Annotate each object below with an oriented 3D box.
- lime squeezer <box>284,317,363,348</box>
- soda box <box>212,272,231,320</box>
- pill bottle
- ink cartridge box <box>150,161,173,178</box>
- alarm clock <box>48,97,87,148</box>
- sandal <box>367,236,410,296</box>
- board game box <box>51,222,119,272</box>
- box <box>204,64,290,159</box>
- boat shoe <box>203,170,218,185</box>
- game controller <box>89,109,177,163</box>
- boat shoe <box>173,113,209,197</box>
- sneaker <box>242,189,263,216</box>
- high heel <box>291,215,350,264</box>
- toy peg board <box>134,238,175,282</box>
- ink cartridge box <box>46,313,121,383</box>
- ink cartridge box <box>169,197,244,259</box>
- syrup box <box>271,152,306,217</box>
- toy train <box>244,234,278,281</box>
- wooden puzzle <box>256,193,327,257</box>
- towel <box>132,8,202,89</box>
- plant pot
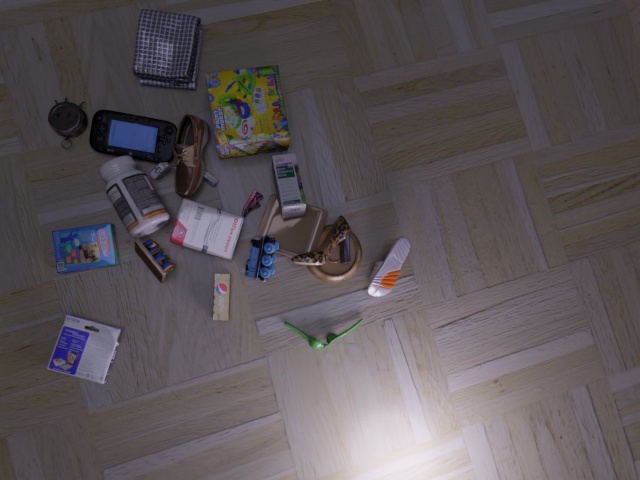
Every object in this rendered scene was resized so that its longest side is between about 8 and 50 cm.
[{"bbox_3d":[0.017,0.366,1.931,0.311,0.058,0.109,-2,54,-6],"label":"lime squeezer"},{"bbox_3d":[-0.376,0.215,1.887,0.062,0.058,0.181,2,83,-7],"label":"soda box"},{"bbox_3d":[-0.692,-0.162,1.837,0.162,0.162,0.278,-29,88,-9],"label":"pill bottle"},{"bbox_3d":[-0.607,-0.273,1.899,0.083,0.048,0.028,-40,89,21],"label":"ink cartridge box"},{"bbox_3d":[-0.964,-0.443,1.888,0.130,0.064,0.191,0,87,-7],"label":"alarm clock"},{"bbox_3d":[0.268,0.101,1.969,0.102,0.076,0.265,29,92,-26],"label":"sandal"},{"bbox_3d":[-0.876,0.028,1.851,0.211,0.047,0.160,-9,84,-7],"label":"board game box"},{"bbox_3d":[-0.280,-0.492,1.916,0.280,0.177,0.289,-8,85,-8],"label":"box"},{"bbox_3d":[-0.446,-0.255,1.946,0.100,0.035,0.035,36,52,3],"label":"boat shoe"},{"bbox_3d":[-0.718,-0.398,1.908,0.320,0.067,0.166,9,83,-5],"label":"game controller"},{"bbox_3d":[-0.513,-0.326,1.885,0.123,0.116,0.324,0,78,19],"label":"boat shoe"},{"bbox_3d":[-0.265,-0.140,1.950,0.057,0.047,0.119,31,82,-14],"label":"sneaker"},{"bbox_3d":[0.000,0.000,1.888,0.261,0.093,0.186,-3,89,-31],"label":"high heel"},{"bbox_3d":[-0.604,0.060,1.833,0.079,0.161,0.161,-39,90,-25],"label":"toy peg board"},{"bbox_3d":[-0.857,0.395,1.814,0.207,0.045,0.208,17,83,-5],"label":"ink cartridge box"},{"bbox_3d":[-0.427,-0.039,1.887,0.238,0.100,0.171,17,82,-4],"label":"ink cartridge box"},{"bbox_3d":[-0.124,-0.213,1.915,0.093,0.096,0.236,-8,68,-10],"label":"syrup box"},{"bbox_3d":[-0.225,0.064,1.886,0.105,0.080,0.184,12,102,10],"label":"toy train"},{"bbox_3d":[-0.114,-0.047,1.948,0.239,0.044,0.220,18,82,1],"label":"wooden puzzle"},{"bbox_3d":[-0.595,-0.747,1.934,0.235,0.121,0.283,6,83,-6],"label":"towel"},{"bbox_3d":[0.053,0.051,1.972,0.237,0.032,0.236,1,83,-7],"label":"plant pot"}]
